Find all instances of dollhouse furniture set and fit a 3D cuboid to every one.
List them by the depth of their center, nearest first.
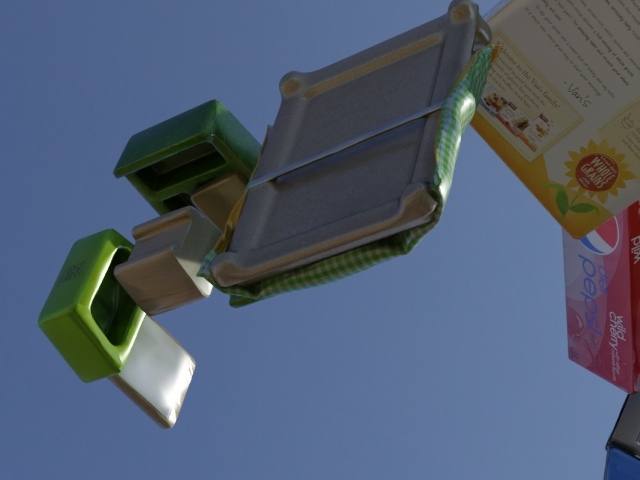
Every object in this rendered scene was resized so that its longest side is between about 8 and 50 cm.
[{"bbox_3d":[0.000,0.000,0.866,0.302,0.197,0.151,-19,-54,32],"label":"dollhouse furniture set"}]

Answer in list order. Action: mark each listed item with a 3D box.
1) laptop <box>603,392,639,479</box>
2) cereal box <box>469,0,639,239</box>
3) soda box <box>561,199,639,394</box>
[{"bbox_3d":[0.471,0.186,1.204,0.382,0.408,0.236,25,-25,10],"label":"laptop"},{"bbox_3d":[0.218,-0.131,0.947,0.240,0.047,0.173,-37,-79,28],"label":"cereal box"},{"bbox_3d":[0.275,0.004,1.224,0.083,0.092,0.263,-25,-56,-26],"label":"soda box"}]
